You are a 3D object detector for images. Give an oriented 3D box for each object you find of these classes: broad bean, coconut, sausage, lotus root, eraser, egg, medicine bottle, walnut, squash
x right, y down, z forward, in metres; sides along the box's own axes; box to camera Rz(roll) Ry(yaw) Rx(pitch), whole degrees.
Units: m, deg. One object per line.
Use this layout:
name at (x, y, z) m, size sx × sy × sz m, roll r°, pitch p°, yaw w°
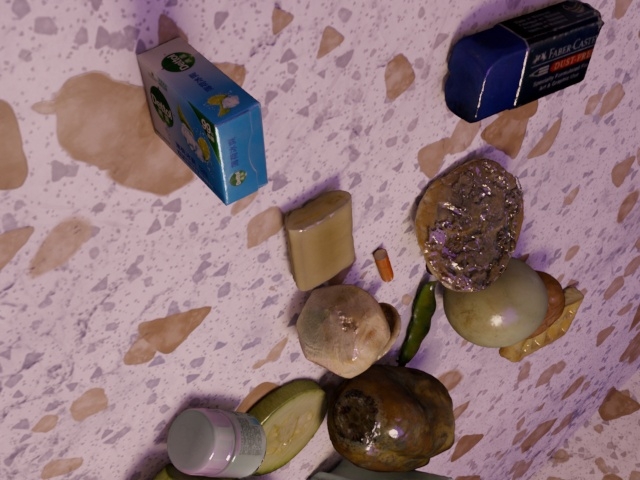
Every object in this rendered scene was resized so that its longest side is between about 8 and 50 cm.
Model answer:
broad bean at (0.234, 0.197, 2.066) m, size 0.060 × 0.043 × 0.297 m, roll -12°, pitch 134°, yaw -27°
coconut at (0.043, 0.172, 1.722) m, size 0.194 × 0.194 × 0.194 m, roll -28°, pitch 141°, yaw -25°
sausage at (0.133, 0.056, 1.828) m, size 0.031 × 0.031 × 0.107 m, roll -39°, pitch 146°, yaw -11°
lotus root at (0.151, 0.408, 2.021) m, size 0.250 × 0.250 × 0.346 m, roll -53°, pitch 148°, yaw 9°
eraser at (0.382, -0.339, 1.634) m, size 0.332 × 0.101 × 0.155 m, roll -25°, pitch 139°, yaw -30°
egg at (0.415, 0.138, 2.042) m, size 0.295 × 0.218 × 0.218 m, roll 1°, pitch 124°, yaw -46°
medicine bottle at (-0.202, 0.398, 1.723) m, size 0.135 × 0.135 × 0.168 m, roll -53°, pitch 146°, yaw 10°
walnut at (0.525, 0.165, 2.244) m, size 0.207 × 0.167 × 0.167 m, roll -31°, pitch 143°, yaw -18°
squash at (-0.084, 0.414, 1.939) m, size 0.252 × 0.049 × 0.252 m, roll -29°, pitch 141°, yaw -26°
squash at (-0.277, 0.533, 1.767) m, size 0.237 × 0.204 × 0.155 m, roll 27°, pitch 83°, yaw -58°

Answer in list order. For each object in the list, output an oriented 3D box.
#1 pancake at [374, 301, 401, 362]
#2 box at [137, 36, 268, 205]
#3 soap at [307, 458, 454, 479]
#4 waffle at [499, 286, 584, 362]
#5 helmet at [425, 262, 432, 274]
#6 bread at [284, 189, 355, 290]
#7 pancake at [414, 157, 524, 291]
pancake at (0.106, 0.195, 1.837) m, size 0.158 × 0.158 × 0.028 m, roll -48°, pitch 121°, yaw 2°
box at (-0.154, -0.159, 1.161) m, size 0.073 × 0.194 × 0.139 m, roll -30°, pitch 142°, yaw -22°
soap at (0.142, 0.690, 2.181) m, size 0.156 × 0.446 × 0.261 m, roll -26°, pitch 106°, yaw -42°
waffle at (0.640, 0.245, 2.531) m, size 0.274 × 0.057 × 0.168 m, roll -21°, pitch 138°, yaw -33°
helmet at (0.271, 0.013, 1.884) m, size 0.123 × 0.098 × 0.070 m, roll -32°, pitch 116°, yaw -15°
bread at (-0.001, 0.000, 1.602) m, size 0.139 × 0.060 × 0.178 m, roll -30°, pitch 142°, yaw -21°
pancake at (0.316, -0.031, 1.822) m, size 0.282 × 0.049 × 0.282 m, roll -4°, pitch 98°, yaw -26°
